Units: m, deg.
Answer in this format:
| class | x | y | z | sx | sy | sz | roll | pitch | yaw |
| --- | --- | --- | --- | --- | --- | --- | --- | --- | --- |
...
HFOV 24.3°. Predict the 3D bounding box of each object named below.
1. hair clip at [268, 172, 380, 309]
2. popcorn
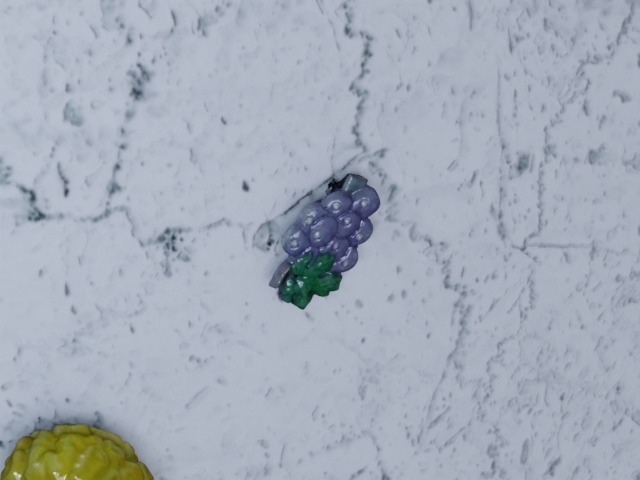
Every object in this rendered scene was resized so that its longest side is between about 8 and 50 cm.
| class | x | y | z | sx | sy | sz | roll | pitch | yaw |
| --- | --- | --- | --- | --- | --- | --- | --- | --- | --- |
| hair clip | 0.000 | -0.001 | 1.890 | 0.124 | 0.052 | 0.195 | 15 | 108 | -34 |
| popcorn | -0.302 | 0.333 | 1.800 | 0.203 | 0.200 | 0.226 | -32 | 156 | 18 |
